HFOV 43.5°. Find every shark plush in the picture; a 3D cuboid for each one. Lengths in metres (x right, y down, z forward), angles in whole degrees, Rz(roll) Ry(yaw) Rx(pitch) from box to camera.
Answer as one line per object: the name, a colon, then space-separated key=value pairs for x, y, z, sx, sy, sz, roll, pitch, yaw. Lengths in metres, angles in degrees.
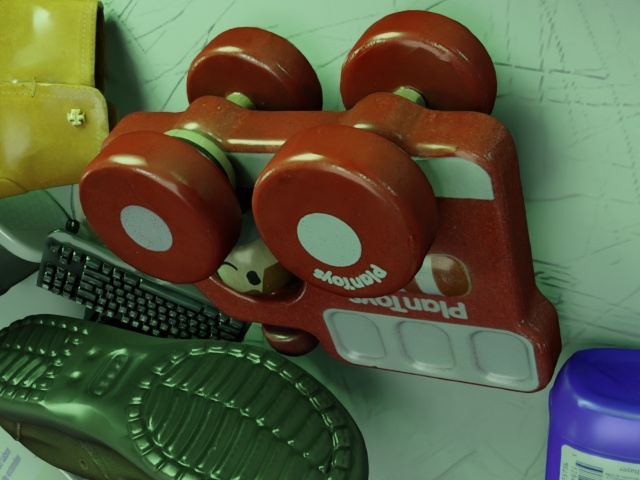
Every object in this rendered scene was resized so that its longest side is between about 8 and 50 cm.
shark plush: x=-0.199 y=0.007 z=0.729 sx=0.067 sy=0.073 sz=0.161 roll=40 pitch=145 yaw=35

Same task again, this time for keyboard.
keyboard: x=-0.154 y=0.059 z=0.688 sx=0.180 sy=0.023 sz=0.108 roll=24 pitch=138 yaw=-7

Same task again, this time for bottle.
bottle: x=0.214 y=0.215 z=0.561 sx=0.118 sy=0.092 sz=0.283 roll=3 pitch=114 yaw=16

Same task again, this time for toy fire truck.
toy fire truck: x=0.000 y=0.000 z=0.552 sx=0.302 sy=0.169 sz=0.254 roll=3 pitch=132 yaw=28

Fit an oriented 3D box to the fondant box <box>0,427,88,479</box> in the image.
fondant box: x=-0.251 y=0.304 z=0.848 sx=0.330 sy=0.096 sz=0.238 roll=43 pitch=125 yaw=6

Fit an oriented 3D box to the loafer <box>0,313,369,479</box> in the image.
loafer: x=-0.123 y=0.157 z=0.665 sx=0.366 sy=0.134 sz=0.130 roll=14 pitch=137 yaw=28

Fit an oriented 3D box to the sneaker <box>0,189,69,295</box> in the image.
sneaker: x=-0.378 y=-0.057 z=0.743 sx=0.296 sy=0.104 sz=0.147 roll=47 pitch=120 yaw=-3

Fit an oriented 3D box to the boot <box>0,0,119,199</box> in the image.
boot: x=-0.267 y=-0.051 z=0.624 sx=0.211 sy=0.104 sz=0.295 roll=5 pitch=94 yaw=-4
